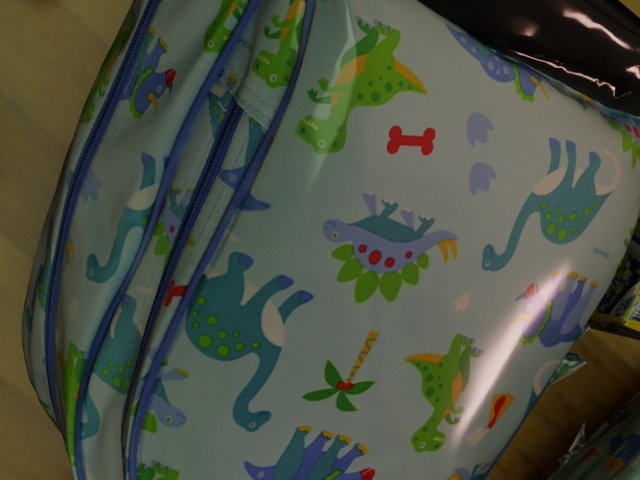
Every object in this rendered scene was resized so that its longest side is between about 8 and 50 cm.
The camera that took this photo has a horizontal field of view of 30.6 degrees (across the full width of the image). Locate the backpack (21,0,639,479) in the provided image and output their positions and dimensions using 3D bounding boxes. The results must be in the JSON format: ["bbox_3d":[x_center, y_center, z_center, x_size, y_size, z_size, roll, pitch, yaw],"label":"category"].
[{"bbox_3d":[0.000,0.000,0.583,0.290,0.273,0.355,24,114,-39],"label":"backpack"}]

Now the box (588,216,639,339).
[{"bbox_3d":[0.166,0.021,0.656,0.054,0.169,0.059,23,88,-11],"label":"box"}]

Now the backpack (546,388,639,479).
[{"bbox_3d":[0.221,0.197,0.655,0.253,0.191,0.225,-40,94,-15],"label":"backpack"}]
